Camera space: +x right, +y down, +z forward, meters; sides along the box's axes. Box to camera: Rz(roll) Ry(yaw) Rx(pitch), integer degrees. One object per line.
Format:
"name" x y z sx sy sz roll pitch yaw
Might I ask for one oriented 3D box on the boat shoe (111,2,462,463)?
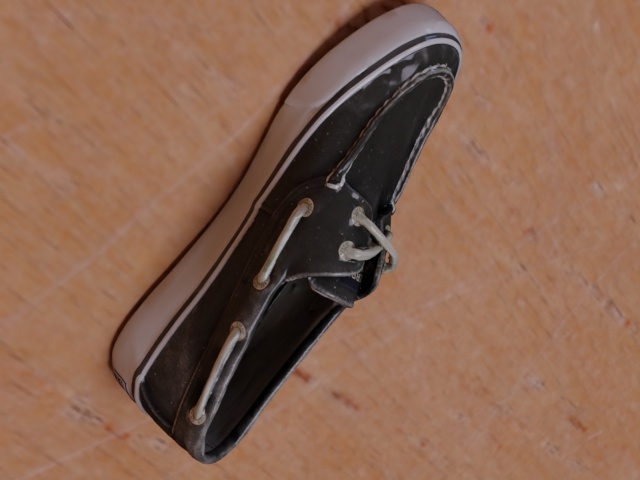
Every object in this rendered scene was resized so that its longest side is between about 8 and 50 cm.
"boat shoe" 0.000 0.000 0.852 0.219 0.070 0.078 -54 146 9
